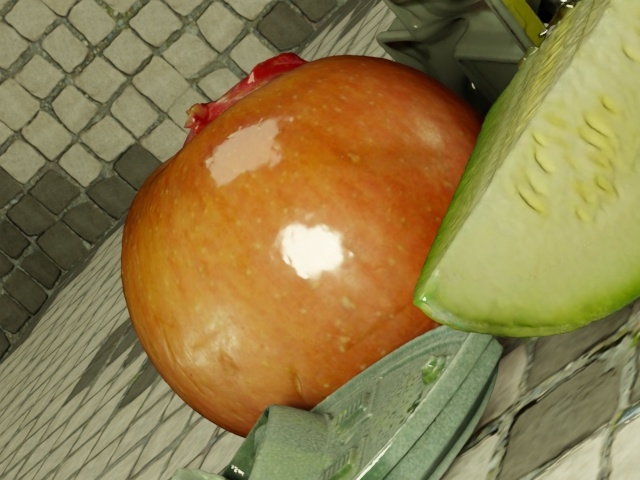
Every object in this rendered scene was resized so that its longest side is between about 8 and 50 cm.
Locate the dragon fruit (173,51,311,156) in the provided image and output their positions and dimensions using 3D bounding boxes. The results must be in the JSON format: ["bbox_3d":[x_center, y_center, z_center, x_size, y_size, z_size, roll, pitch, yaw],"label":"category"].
[{"bbox_3d":[-0.010,-0.042,1.353,0.268,0.210,0.205,-33,34,35],"label":"dragon fruit"}]

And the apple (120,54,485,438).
[{"bbox_3d":[0.000,0.000,1.113,0.251,0.206,0.272,-47,8,-18],"label":"apple"}]

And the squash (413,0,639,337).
[{"bbox_3d":[0.166,-0.063,0.922,0.203,0.111,0.288,-49,6,26],"label":"squash"}]

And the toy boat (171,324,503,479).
[{"bbox_3d":[-0.022,0.144,0.967,0.319,0.092,0.141,-42,13,23],"label":"toy boat"}]

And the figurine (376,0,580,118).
[{"bbox_3d":[0.172,-0.242,1.360,0.285,0.167,0.342,-56,7,-21],"label":"figurine"}]
